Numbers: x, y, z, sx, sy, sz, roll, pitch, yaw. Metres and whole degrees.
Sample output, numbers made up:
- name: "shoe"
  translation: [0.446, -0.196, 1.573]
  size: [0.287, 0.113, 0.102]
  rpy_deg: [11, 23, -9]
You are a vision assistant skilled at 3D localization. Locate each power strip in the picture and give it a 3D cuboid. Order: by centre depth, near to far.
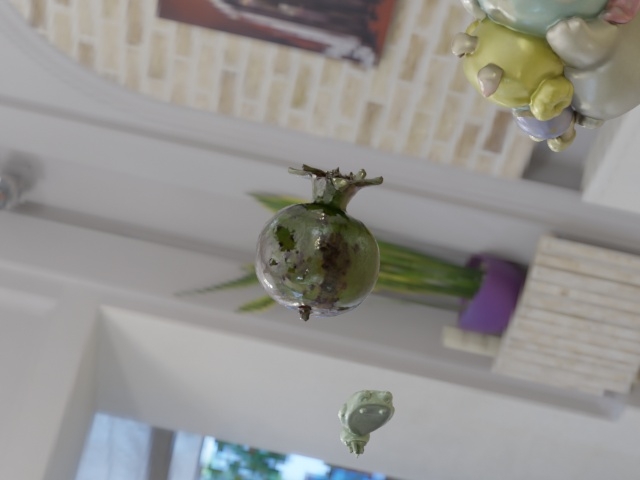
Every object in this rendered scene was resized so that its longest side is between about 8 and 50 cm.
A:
- name: "power strip"
  translation: [0.043, 0.175, 1.219]
  size: [0.083, 0.055, 0.035]
  rpy_deg: [113, 155, -43]

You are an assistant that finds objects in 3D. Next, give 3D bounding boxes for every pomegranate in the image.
- name: "pomegranate"
  translation: [0.000, 0.002, 1.413]
  size: [0.148, 0.148, 0.169]
  rpy_deg: [-86, 4, -80]

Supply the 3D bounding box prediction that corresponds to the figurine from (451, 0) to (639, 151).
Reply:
- name: "figurine"
  translation: [0.153, -0.169, 0.880]
  size: [0.155, 0.127, 0.235]
  rpy_deg: [-45, -36, 9]
